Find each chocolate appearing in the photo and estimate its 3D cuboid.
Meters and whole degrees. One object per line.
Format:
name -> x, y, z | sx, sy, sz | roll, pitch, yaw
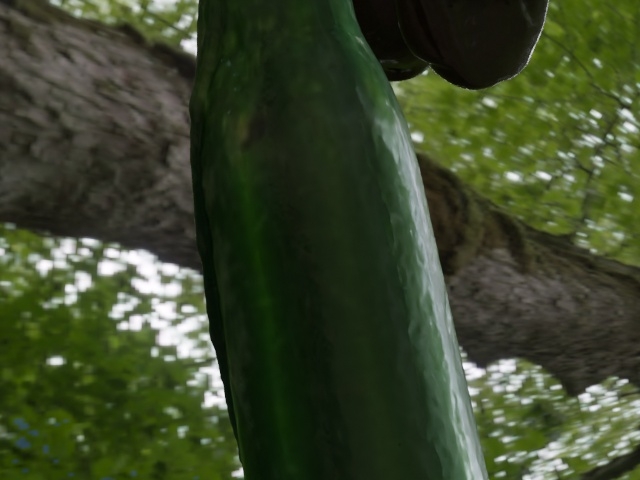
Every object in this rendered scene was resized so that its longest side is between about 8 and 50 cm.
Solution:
chocolate -> 0.000, 0.000, 0.563 | 0.110, 0.110, 0.291 | -9, -88, 24

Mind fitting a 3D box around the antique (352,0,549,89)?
antique -> 0.046, -0.219, 0.792 | 0.143, 0.121, 0.257 | 18, -55, 59
